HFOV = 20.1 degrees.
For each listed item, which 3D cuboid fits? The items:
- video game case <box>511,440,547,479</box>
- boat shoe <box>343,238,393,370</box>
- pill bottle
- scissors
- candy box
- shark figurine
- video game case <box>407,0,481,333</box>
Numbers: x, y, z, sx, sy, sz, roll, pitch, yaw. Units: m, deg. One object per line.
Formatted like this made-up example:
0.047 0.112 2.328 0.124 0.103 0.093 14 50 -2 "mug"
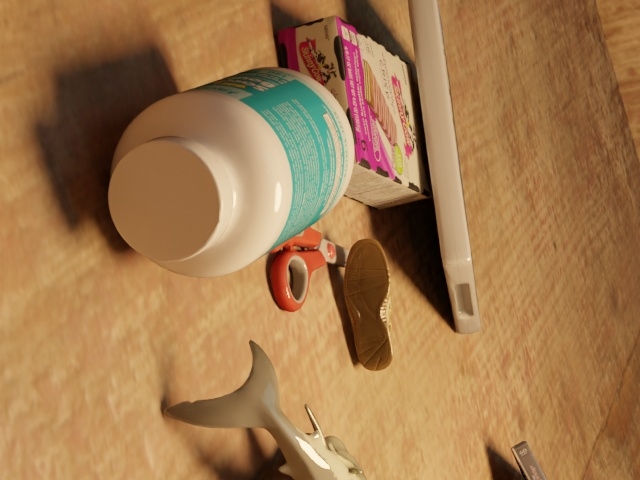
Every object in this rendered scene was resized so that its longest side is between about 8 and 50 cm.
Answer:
0.315 0.390 2.204 0.274 0.026 0.196 64 2 25 "video game case"
0.048 0.064 1.845 0.045 0.050 0.135 -125 -148 -83 "boat shoe"
-0.075 -0.055 1.447 0.264 0.146 0.146 -34 110 -69 "pill bottle"
0.000 0.000 1.795 0.297 0.021 0.109 -21 98 -69 "scissors"
0.040 -0.130 1.907 0.233 0.071 0.159 18 62 -68 "candy box"
-0.023 0.206 1.510 0.166 0.116 0.278 49 -1 26 "shark figurine"
0.147 -0.085 2.103 0.300 0.036 0.329 68 14 -71 "video game case"
